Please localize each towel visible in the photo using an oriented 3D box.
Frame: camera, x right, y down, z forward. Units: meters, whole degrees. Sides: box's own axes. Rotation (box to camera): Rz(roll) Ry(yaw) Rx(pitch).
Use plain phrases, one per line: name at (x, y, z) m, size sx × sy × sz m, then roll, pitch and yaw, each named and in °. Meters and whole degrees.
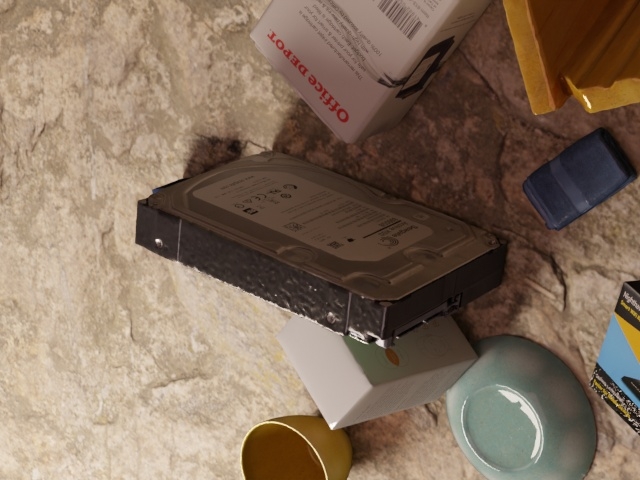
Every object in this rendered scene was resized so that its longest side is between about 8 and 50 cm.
towel at (0.265, -0.063, 1.773) m, size 0.119 × 0.029 × 0.067 m, roll -37°, pitch 82°, yaw 42°

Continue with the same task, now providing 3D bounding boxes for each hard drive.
hard drive at (0.000, 0.000, 1.872) m, size 0.339 × 0.237 × 0.064 m, roll 23°, pitch 120°, yaw 31°

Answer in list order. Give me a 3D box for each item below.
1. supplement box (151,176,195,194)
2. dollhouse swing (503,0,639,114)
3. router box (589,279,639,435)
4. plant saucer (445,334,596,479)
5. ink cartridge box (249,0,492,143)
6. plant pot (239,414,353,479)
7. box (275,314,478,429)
supplement box at (-0.149, -0.032, 2.099) m, size 0.083 × 0.056 × 0.083 m, roll -5°, pitch 103°, yaw 40°
dollhouse swing at (0.312, -0.336, 1.477) m, size 0.347 × 0.315 × 0.305 m, roll -10°, pitch 120°, yaw 41°
router box at (0.352, 0.140, 1.726) m, size 0.179 × 0.046 × 0.133 m, roll 47°, pitch 133°, yaw 46°
plant saucer at (0.211, 0.202, 1.911) m, size 0.195 × 0.037 × 0.195 m, roll 14°, pitch 114°, yaw 34°
ink cartridge box at (0.059, -0.246, 1.823) m, size 0.172 × 0.100 × 0.237 m, roll 49°, pitch 129°, yaw 14°
plant pot at (-0.015, 0.264, 2.076) m, size 0.134 × 0.095 × 0.134 m, roll 14°, pitch 114°, yaw 35°
box at (0.062, 0.117, 1.896) m, size 0.130 × 0.170 × 0.091 m, roll 58°, pitch 133°, yaw 22°
